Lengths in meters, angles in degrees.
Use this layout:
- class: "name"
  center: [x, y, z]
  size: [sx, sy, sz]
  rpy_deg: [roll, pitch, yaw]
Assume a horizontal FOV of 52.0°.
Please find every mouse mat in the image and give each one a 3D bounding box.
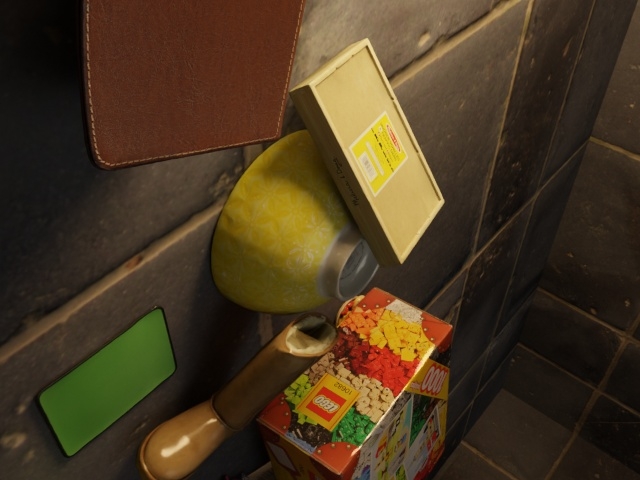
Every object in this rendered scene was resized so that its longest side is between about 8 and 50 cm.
- class: "mouse mat"
  center: [-0.267, 0.183, 0.850]
  size: [0.190, 0.007, 0.152]
  rpy_deg: [-40, 147, -34]

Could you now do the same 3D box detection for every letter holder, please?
- class: "letter holder"
  center: [-0.130, -0.229, 0.518]
  size: [0.214, 0.152, 0.301]
  rpy_deg: [-22, 135, -46]

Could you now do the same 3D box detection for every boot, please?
- class: "boot"
  center: [-0.120, 0.224, 0.948]
  size: [0.269, 0.089, 0.236]
  rpy_deg: [-44, 173, 28]

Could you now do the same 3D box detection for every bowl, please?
- class: "bowl"
  center: [0.000, 0.000, 0.947]
  size: [0.289, 0.156, 0.289]
  rpy_deg: [-39, 146, -33]

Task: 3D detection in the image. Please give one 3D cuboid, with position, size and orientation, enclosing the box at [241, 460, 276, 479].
- class: "box"
  center: [-0.111, 0.619, 1.455]
  size: [0.232, 0.059, 0.321]
  rpy_deg: [-15, 126, -53]

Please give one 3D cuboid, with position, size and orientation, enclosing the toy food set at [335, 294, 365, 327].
- class: "toy food set"
  center: [0.060, 0.151, 1.337]
  size: [0.083, 0.020, 0.082]
  rpy_deg: [-19, 133, -52]

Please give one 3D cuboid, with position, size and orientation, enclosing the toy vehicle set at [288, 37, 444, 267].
- class: "toy vehicle set"
  center: [0.072, -0.118, 0.885]
  size: [0.166, 0.035, 0.266]
  rpy_deg: [-48, 116, -44]

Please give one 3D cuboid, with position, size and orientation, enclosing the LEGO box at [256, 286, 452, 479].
- class: "LEGO box"
  center: [0.093, 0.407, 1.366]
  size: [0.372, 0.193, 0.500]
  rpy_deg: [-45, 145, -31]

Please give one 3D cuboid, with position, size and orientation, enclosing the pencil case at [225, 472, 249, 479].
- class: "pencil case"
  center: [-0.190, 0.574, 1.270]
  size: [0.104, 0.104, 0.236]
  rpy_deg: [17, 101, -62]
